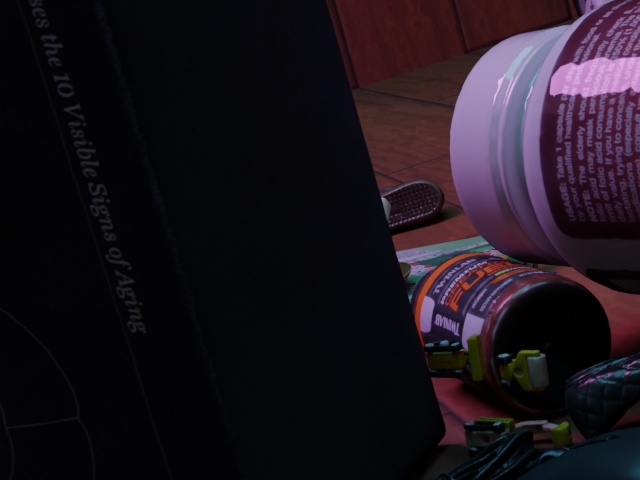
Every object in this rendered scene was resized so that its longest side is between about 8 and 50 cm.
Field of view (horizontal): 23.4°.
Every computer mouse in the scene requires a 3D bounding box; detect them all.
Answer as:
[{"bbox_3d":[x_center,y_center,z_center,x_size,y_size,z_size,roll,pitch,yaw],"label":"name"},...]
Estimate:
[{"bbox_3d":[0.135,0.156,0.928,0.184,0.060,0.262,-23,14,-31],"label":"computer mouse"}]

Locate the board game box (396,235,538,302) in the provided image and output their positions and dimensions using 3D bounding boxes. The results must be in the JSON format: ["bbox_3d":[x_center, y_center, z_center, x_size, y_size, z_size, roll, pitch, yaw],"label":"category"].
[{"bbox_3d":[0.034,0.065,1.487,0.317,0.046,0.213,-11,13,23],"label":"board game box"}]

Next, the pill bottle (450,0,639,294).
[{"bbox_3d":[0.288,-0.070,1.092,0.224,0.224,0.392,-24,16,-33],"label":"pill bottle"}]

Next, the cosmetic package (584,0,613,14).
[{"bbox_3d":[0.490,-0.209,1.629,0.385,0.217,0.156,-15,-21,1],"label":"cosmetic package"}]

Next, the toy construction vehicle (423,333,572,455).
[{"bbox_3d":[0.127,0.107,1.095,0.098,0.086,0.035,-7,9,40],"label":"toy construction vehicle"}]

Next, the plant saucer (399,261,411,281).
[{"bbox_3d":[0.046,0.041,1.434,0.083,0.015,0.083,-16,13,4],"label":"plant saucer"}]

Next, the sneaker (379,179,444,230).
[{"bbox_3d":[0.059,-0.030,1.875,0.188,0.066,0.071,-9,-3,8],"label":"sneaker"}]

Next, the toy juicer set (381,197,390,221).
[{"bbox_3d":[-0.075,0.065,1.367,0.329,0.089,0.209,-26,32,3],"label":"toy juicer set"}]

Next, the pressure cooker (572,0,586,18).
[{"bbox_3d":[0.549,-0.385,1.926,0.375,0.370,0.420,-62,16,-13],"label":"pressure cooker"}]

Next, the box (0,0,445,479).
[{"bbox_3d":[-0.226,0.003,1.082,0.471,0.480,0.297,-9,13,28],"label":"box"}]

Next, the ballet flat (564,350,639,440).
[{"bbox_3d":[0.249,0.087,1.052,0.173,0.049,0.057,-25,-14,20],"label":"ballet flat"}]

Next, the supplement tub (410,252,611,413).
[{"bbox_3d":[0.138,0.066,1.212,0.106,0.106,0.198,-20,13,-16],"label":"supplement tub"}]
